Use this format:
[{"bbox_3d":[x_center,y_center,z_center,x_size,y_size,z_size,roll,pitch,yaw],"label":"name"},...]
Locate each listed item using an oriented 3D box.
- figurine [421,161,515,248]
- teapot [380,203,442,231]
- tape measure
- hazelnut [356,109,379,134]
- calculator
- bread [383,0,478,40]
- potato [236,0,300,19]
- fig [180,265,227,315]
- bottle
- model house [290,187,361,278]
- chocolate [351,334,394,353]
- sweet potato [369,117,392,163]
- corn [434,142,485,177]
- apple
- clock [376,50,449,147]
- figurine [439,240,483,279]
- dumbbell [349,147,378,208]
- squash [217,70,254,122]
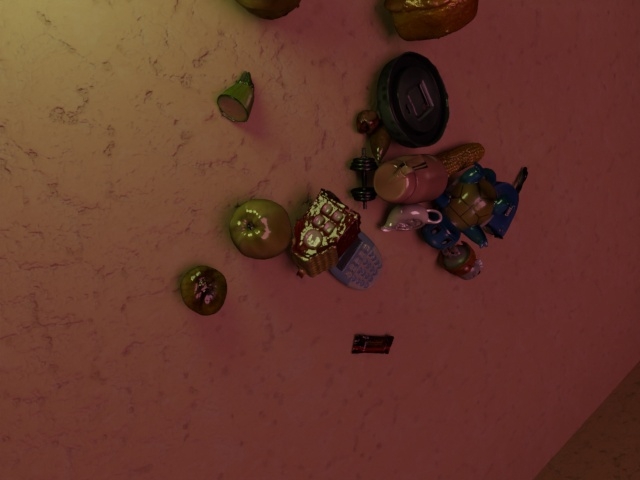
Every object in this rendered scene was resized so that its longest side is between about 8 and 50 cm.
[{"bbox_3d":[0.556,-0.148,1.859,0.298,0.243,0.416,46,75,-12],"label":"figurine"},{"bbox_3d":[0.328,-0.087,1.785,0.225,0.145,0.093,-6,68,4],"label":"teapot"},{"bbox_3d":[0.771,-0.201,2.061,0.215,0.097,0.352,31,82,-33],"label":"tape measure"},{"bbox_3d":[0.159,-0.399,1.655,0.086,0.086,0.087,-7,104,-30],"label":"hazelnut"},{"bbox_3d":[0.115,0.063,1.747,0.302,0.042,0.188,42,79,-31],"label":"calculator"},{"bbox_3d":[0.362,-0.771,1.573,0.312,0.312,0.173,-40,132,-18],"label":"bread"},{"bbox_3d":[-0.169,-0.741,1.323,0.246,0.196,0.300,-42,91,-2],"label":"potato"},{"bbox_3d":[-0.340,0.149,1.440,0.135,0.120,0.153,-14,108,-23],"label":"fig"},{"bbox_3d":[0.311,-0.217,1.661,0.296,0.206,0.173,-12,72,-51],"label":"bottle"},{"bbox_3d":[0.000,0.000,1.548,0.254,0.159,0.196,-55,166,-12],"label":"model house"},{"bbox_3d":[0.203,0.399,1.884,0.182,0.028,0.086,5,105,-31],"label":"chocolate"},{"bbox_3d":[0.216,-0.377,1.696,0.074,0.074,0.270,31,66,-32],"label":"sweet potato"},{"bbox_3d":[0.509,-0.305,1.876,0.312,0.101,0.102,-30,114,-26],"label":"corn"},{"bbox_3d":[-0.180,-0.033,1.459,0.199,0.200,0.200,-7,104,-30],"label":"apple"},{"bbox_3d":[0.324,-0.481,1.695,0.324,0.067,0.326,2,87,-39],"label":"clock"},{"bbox_3d":[0.575,0.087,1.992,0.271,0.143,0.144,21,89,-53],"label":"figurine"},{"bbox_3d":[0.149,-0.210,1.673,0.099,0.099,0.209,-11,108,-29],"label":"dumbbell"},{"bbox_3d":[-0.224,-0.422,1.417,0.105,0.105,0.132,44,59,-31],"label":"squash"}]
